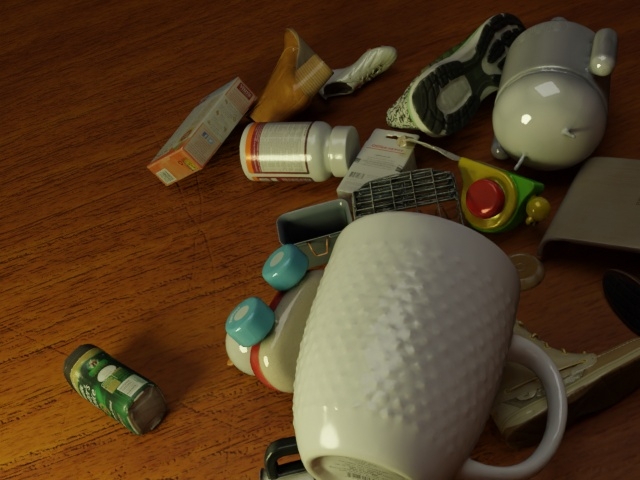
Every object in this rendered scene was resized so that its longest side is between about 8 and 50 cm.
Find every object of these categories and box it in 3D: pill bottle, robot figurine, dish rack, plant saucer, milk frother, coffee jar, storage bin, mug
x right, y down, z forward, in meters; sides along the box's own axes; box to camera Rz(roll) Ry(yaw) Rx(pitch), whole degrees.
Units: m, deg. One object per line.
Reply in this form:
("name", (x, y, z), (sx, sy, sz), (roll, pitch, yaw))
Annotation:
("pill bottle", (-0.039, -0.178, 1.727), (0.221, 0.121, 0.121), (2, 49, 19))
("robot figurine", (0.427, -0.266, 1.592), (0.199, 0.300, 0.353), (32, 45, -11))
("dish rack", (0.158, 0.008, 1.479), (0.208, 0.074, 0.272), (-10, 61, 7))
("plant saucer", (0.339, 0.049, 1.467), (0.083, 0.015, 0.083), (-9, 46, 10))
("milk frother", (-0.017, 0.331, 1.276), (0.134, 0.129, 0.143), (-15, 2, 4))
("coffee jar", (-0.348, 0.246, 1.449), (0.184, 0.096, 0.079), (23, 56, 35))
("storage bin", (0.000, 0.000, 1.569), (0.135, 0.091, 0.098), (-16, 45, 4))
("mug", (0.149, 0.188, 1.161), (0.374, 0.276, 0.328), (20, 58, 2))

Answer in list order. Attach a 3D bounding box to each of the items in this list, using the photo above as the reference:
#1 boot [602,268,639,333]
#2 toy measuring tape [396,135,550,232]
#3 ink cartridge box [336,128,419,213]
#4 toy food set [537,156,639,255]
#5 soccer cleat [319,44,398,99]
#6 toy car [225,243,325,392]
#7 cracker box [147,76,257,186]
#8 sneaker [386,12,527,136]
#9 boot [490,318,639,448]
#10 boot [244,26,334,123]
("boot", (0.540, 0.105, 1.328), (0.106, 0.082, 0.219), (-9, 32, -25))
("toy measuring tape", (0.261, -0.091, 1.555), (0.330, 0.121, 0.121), (26, 60, 36))
("ink cartridge box", (0.119, -0.131, 1.674), (0.104, 0.060, 0.180), (13, 54, 27))
("toy food set", (0.538, -0.029, 1.431), (0.306, 0.092, 0.220), (9, 47, 35))
("soccer cleat", (0.084, -0.365, 1.905), (0.196, 0.068, 0.076), (-22, 47, 7))
("toy car", (-0.072, 0.147, 1.416), (0.238, 0.219, 0.210), (-8, 43, 53))
("cracker box", (-0.251, -0.231, 1.838), (0.155, 0.067, 0.232), (-17, 35, 51))
("sneaker", (0.279, -0.339, 1.768), (0.410, 0.158, 0.182), (-35, 18, -32))
("boot", (0.347, 0.171, 1.297), (0.262, 0.095, 0.203), (-29, 45, -1))
("boot", (-0.094, -0.352, 1.918), (0.211, 0.104, 0.295), (-42, 32, 8))
